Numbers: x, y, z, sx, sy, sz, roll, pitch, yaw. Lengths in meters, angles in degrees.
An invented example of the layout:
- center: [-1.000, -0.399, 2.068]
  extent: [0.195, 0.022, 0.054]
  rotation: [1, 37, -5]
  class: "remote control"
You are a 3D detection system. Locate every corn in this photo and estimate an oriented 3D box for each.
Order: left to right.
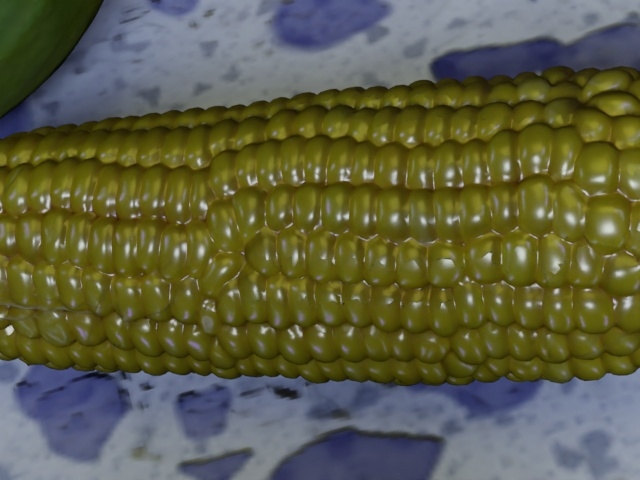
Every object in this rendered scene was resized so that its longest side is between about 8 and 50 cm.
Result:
- center: [0.000, 0.000, 0.611]
  extent: [0.305, 0.106, 0.106]
  rotation: [-3, 50, 13]
  class: "corn"

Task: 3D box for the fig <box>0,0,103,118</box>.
- center: [-0.192, -0.126, 0.695]
  extent: [0.207, 0.207, 0.230]
  rotation: [27, 60, 30]
  class: "fig"
